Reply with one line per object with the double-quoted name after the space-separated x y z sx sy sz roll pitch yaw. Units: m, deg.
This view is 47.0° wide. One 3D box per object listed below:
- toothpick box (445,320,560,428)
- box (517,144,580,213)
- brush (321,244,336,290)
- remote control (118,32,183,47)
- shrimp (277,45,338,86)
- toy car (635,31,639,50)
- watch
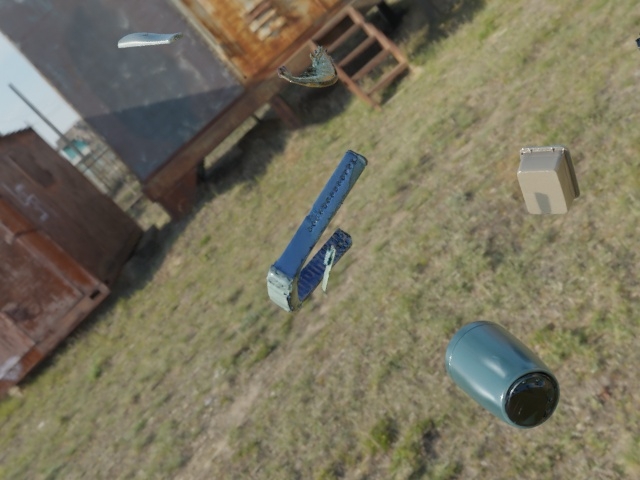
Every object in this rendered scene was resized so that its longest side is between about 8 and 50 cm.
0.277 0.206 1.123 0.120 0.120 0.184 -43 20 -1 "toothpick box"
0.394 -0.102 1.283 0.089 0.122 0.062 1 45 35 "box"
0.011 0.047 1.218 0.016 0.013 0.084 53 139 48 "brush"
-0.395 -0.466 1.697 0.184 0.027 0.050 7 37 35 "remote control"
-0.029 -0.357 1.520 0.124 0.034 0.178 -4 41 -5 "shrimp"
0.589 -0.334 1.163 0.165 0.071 0.062 -32 -24 20 "toy car"
-0.003 -0.003 1.484 0.274 0.068 0.276 -46 -22 -31 "watch"
